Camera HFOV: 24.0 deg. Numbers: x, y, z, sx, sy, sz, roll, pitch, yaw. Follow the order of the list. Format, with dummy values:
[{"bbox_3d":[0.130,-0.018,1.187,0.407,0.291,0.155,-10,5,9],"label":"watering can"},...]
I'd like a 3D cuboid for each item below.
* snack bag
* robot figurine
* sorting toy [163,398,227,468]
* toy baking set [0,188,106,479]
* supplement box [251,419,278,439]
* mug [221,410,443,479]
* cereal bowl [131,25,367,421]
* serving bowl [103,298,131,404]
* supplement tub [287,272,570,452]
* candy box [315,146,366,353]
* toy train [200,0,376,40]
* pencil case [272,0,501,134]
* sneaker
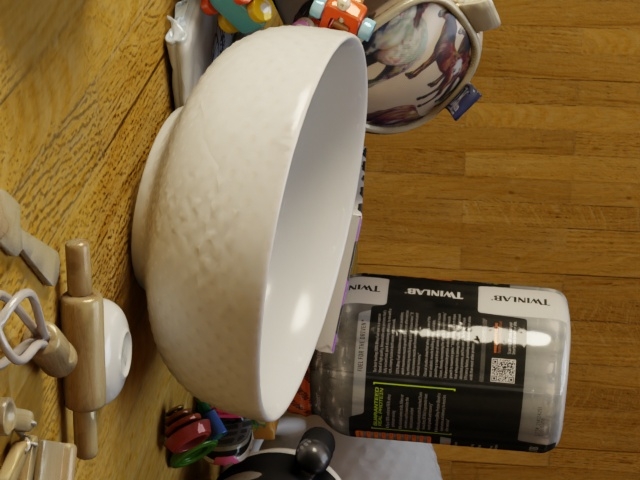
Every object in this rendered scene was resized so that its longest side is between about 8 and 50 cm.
[{"bbox_3d":[-0.100,-0.155,1.543,0.323,0.037,0.342,-80,170,-50],"label":"snack bag"},{"bbox_3d":[-0.050,0.316,1.567,0.173,0.209,0.278,63,8,-1],"label":"robot figurine"},{"bbox_3d":[-0.125,0.179,1.434,0.042,0.061,0.102,59,-13,18],"label":"sorting toy"},{"bbox_3d":[-0.173,0.082,0.963,0.197,0.030,0.256,-64,156,-75],"label":"toy baking set"},{"bbox_3d":[-0.072,0.126,1.753,0.233,0.080,0.078,-82,172,-55],"label":"supplement box"},{"bbox_3d":[0.004,0.347,1.879,0.374,0.276,0.328,27,55,-50],"label":"mug"},{"bbox_3d":[-0.067,-0.024,1.280,0.339,0.141,0.339,14,90,-80],"label":"cereal bowl"},{"bbox_3d":[-0.158,0.084,1.126,0.083,0.027,0.083,4,90,-85],"label":"serving bowl"},{"bbox_3d":[0.124,0.139,1.746,0.193,0.316,0.193,5,90,-86],"label":"supplement tub"},{"bbox_3d":[0.000,0.000,1.621,0.196,0.070,0.165,-83,-176,-65],"label":"candy box"},{"bbox_3d":[-0.027,-0.211,1.341,0.125,0.166,0.046,100,15,-63],"label":"toy train"},{"bbox_3d":[0.034,-0.281,1.553,0.410,0.183,0.160,-115,-178,-46],"label":"pencil case"},{"bbox_3d":[-0.100,0.160,1.574,0.170,0.063,0.075,-88,177,-53],"label":"sneaker"}]
